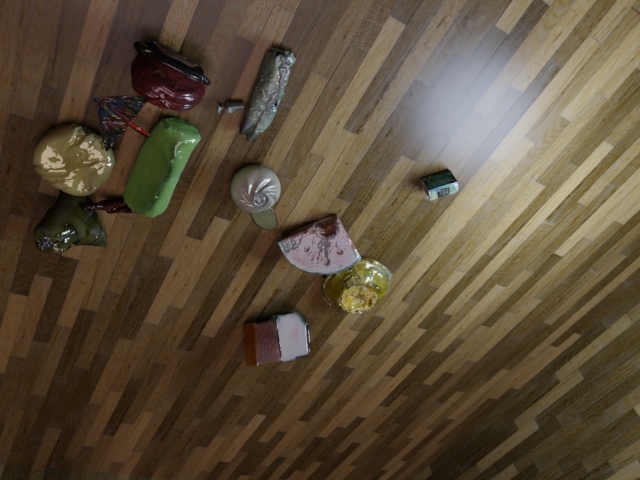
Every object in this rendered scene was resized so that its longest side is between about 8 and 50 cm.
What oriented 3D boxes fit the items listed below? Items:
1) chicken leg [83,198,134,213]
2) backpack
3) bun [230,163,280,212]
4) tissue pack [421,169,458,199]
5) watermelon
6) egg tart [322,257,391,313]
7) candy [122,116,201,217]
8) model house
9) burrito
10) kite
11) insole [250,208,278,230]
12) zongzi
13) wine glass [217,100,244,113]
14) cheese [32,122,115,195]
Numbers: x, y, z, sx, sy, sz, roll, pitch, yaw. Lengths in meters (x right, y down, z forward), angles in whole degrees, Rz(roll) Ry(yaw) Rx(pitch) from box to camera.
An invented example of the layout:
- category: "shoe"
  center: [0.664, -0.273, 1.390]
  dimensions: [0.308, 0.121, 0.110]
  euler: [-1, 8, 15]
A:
- category: "chicken leg"
  center: [-0.682, -0.111, 1.717]
  dimensions: [0.205, 0.093, 0.053]
  euler: [-4, 105, -29]
- category: "backpack"
  center: [-0.424, -0.441, 1.419]
  dimensions: [0.229, 0.229, 0.139]
  euler: [21, 126, -26]
- category: "bun"
  center: [-0.219, -0.168, 1.749]
  dimensions: [0.173, 0.119, 0.172]
  euler: [-9, 127, -12]
- category: "tissue pack"
  center: [0.440, -0.196, 1.891]
  dimensions: [0.111, 0.085, 0.079]
  euler: [-18, 132, 2]
- category: "watermelon"
  center: [0.000, 0.000, 1.961]
  dimensions: [0.319, 0.148, 0.226]
  euler: [11, 109, -4]
- category: "egg tart"
  center: [0.160, 0.211, 2.151]
  dimensions: [0.315, 0.120, 0.314]
  euler: [-6, 131, -6]
- category: "candy"
  center: [-0.513, -0.231, 1.645]
  dimensions: [0.142, 0.132, 0.343]
  euler: [42, 117, 11]
- category: "model house"
  center: [-0.204, 0.424, 2.225]
  dimensions: [0.238, 0.202, 0.237]
  euler: [-14, 173, 30]
- category: "burrito"
  center: [-0.165, -0.440, 1.574]
  dimensions: [0.096, 0.066, 0.309]
  euler: [18, 123, -18]
- category: "kite"
  center: [-0.592, -0.372, 1.537]
  dimensions: [0.189, 0.009, 0.232]
  euler: [36, 92, -10]
- category: "insole"
  center: [-0.227, -0.123, 1.865]
  dimensions: [0.086, 0.005, 0.253]
  euler: [-22, 130, 6]
- category: "zongzi"
  center: [-0.807, 0.000, 1.691]
  dimensions: [0.125, 0.250, 0.274]
  euler: [2, 132, 9]
- category: "wine glass"
  center: [-0.276, -0.411, 1.592]
  dimensions: [0.083, 0.042, 0.039]
  euler: [-7, 160, -9]
- category: "cheese"
  center: [-0.758, -0.252, 1.583]
  dimensions: [0.226, 0.117, 0.214]
  euler: [-41, 122, 15]
